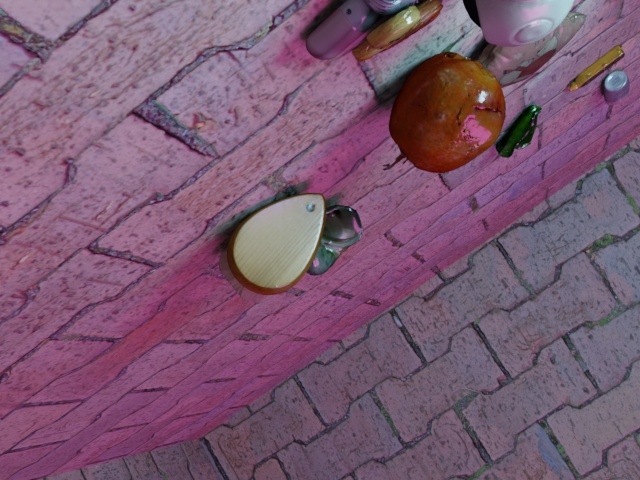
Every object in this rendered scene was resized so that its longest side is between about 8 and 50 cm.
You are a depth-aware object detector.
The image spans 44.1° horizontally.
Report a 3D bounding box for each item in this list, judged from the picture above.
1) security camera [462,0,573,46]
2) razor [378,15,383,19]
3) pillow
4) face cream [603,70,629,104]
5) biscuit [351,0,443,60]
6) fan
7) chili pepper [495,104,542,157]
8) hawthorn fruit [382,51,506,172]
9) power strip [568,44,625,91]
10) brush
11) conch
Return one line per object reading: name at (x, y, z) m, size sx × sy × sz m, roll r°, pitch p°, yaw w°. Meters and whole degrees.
security camera at (0.298, -0.399, 1.173) m, size 0.194 × 0.194 × 0.236 m, roll -31°, pitch 165°, yaw -5°
razor at (0.102, -0.357, 1.216) m, size 0.154 × 0.044 × 0.028 m, roll -34°, pitch -169°, yaw 12°
pillow at (0.408, -0.387, 1.619) m, size 0.236 × 0.084 × 0.223 m, roll -15°, pitch 157°, yaw -40°
face cream at (0.900, -0.463, 2.403) m, size 0.084 × 0.057 × 0.198 m, roll -36°, pitch 166°, yaw 15°
biscuit at (0.119, -0.321, 1.209) m, size 0.153 × 0.030 × 0.234 m, roll -33°, pitch -174°, yaw 13°
fan at (0.074, -0.346, 1.132) m, size 0.244 × 0.074 × 0.130 m, roll -35°, pitch 176°, yaw 27°
chili pepper at (0.567, -0.308, 2.218) m, size 0.108 × 0.062 × 0.216 m, roll -33°, pitch 165°, yaw -25°
hawthorn fruit at (0.222, -0.223, 1.527) m, size 0.299 × 0.211 × 0.211 m, roll -44°, pitch 161°, yaw 30°
power strip at (0.752, -0.466, 2.156) m, size 0.178 × 0.028 × 0.049 m, roll -37°, pitch 165°, yaw 17°
brush at (-0.090, 0.007, 1.723) m, size 0.267 × 0.174 × 0.166 m, roll -46°, pitch -179°, yaw -15°
conch at (0.001, -0.003, 1.922) m, size 0.188 × 0.122 × 0.176 m, roll -29°, pitch 143°, yaw -20°
